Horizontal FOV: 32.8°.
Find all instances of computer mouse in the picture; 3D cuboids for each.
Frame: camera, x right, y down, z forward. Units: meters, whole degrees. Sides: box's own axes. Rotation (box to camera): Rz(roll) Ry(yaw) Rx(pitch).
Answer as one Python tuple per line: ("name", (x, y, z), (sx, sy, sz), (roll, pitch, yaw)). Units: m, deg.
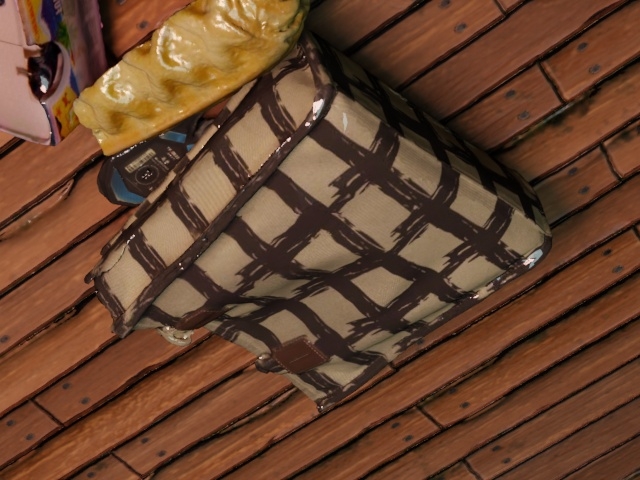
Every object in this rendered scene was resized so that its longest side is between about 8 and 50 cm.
("computer mouse", (-0.158, -0.087, 1.039), (0.135, 0.047, 0.079), (-36, 138, 9))

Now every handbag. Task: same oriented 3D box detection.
("handbag", (0.000, 0.000, 1.051), (0.325, 0.162, 0.327), (29, 116, -36))

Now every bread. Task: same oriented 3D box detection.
("bread", (-0.104, -0.148, 0.907), (0.232, 0.128, 0.088), (-33, 83, 29))

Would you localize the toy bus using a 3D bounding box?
("toy bus", (-0.242, -0.215, 0.872), (0.090, 0.112, 0.274), (20, 136, 19))
